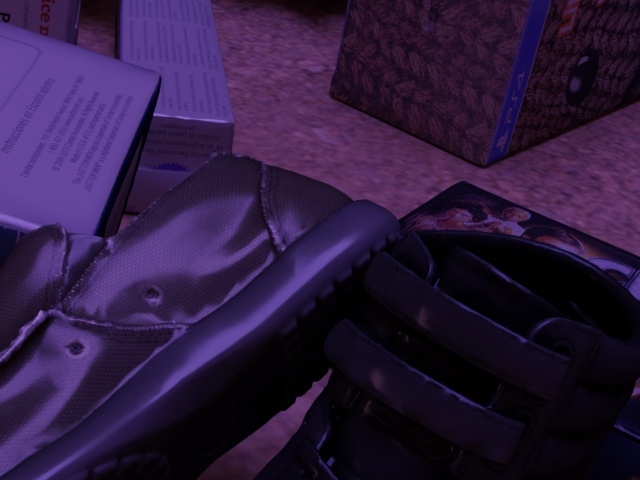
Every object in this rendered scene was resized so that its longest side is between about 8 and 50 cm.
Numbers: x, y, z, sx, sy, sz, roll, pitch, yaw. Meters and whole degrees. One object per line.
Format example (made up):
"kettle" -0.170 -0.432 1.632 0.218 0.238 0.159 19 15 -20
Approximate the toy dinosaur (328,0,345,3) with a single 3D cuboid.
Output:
"toy dinosaur" -0.022 -0.267 1.038 0.296 0.200 0.127 37 61 -1

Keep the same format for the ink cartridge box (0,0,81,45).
"ink cartridge box" -0.226 -0.158 0.761 0.135 0.099 0.056 8 28 -7

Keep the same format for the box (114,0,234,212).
"box" -0.103 -0.118 0.774 0.067 0.063 0.324 3 29 -12

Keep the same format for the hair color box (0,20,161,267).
"hair color box" -0.257 -0.049 0.492 0.347 0.105 0.174 18 29 -7

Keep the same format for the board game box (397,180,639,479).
"board game box" 0.133 0.055 0.567 0.243 0.042 0.165 25 30 23

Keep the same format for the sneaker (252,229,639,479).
"sneaker" 0.003 0.081 0.357 0.105 0.146 0.296 30 34 28

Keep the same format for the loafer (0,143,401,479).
"loafer" -0.082 0.051 0.385 0.087 0.094 0.251 39 54 22

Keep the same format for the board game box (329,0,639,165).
"board game box" 0.167 -0.215 0.881 0.141 0.232 0.291 29 33 29
